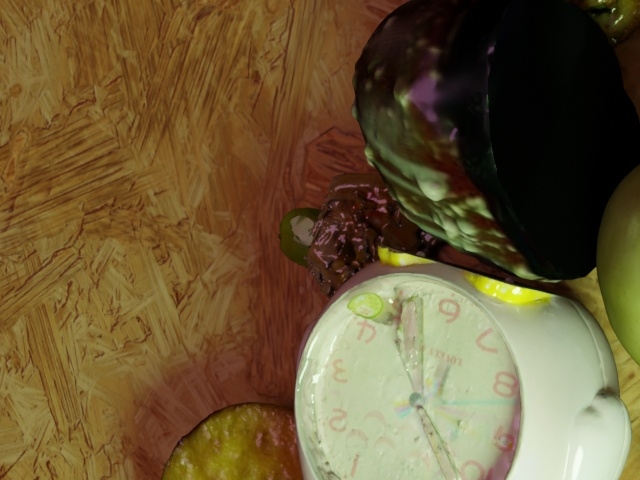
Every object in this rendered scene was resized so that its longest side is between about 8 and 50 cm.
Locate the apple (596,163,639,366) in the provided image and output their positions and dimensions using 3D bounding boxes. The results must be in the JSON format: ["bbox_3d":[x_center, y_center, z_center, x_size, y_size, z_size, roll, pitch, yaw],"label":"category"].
[{"bbox_3d":[0.376,0.032,1.183,0.262,0.262,0.262,1,93,35],"label":"apple"}]

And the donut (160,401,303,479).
[{"bbox_3d":[-0.052,0.334,1.594,0.302,0.110,0.303,2,93,33],"label":"donut"}]

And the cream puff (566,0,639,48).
[{"bbox_3d":[0.199,-0.323,1.328,0.303,0.212,0.303,3,94,40],"label":"cream puff"}]

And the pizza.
[{"bbox_3d":[0.052,0.024,1.507,0.147,0.069,0.226,24,103,1],"label":"pizza"}]

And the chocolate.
[{"bbox_3d":[0.154,-0.103,1.261,0.210,0.340,0.225,11,65,41],"label":"chocolate"}]

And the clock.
[{"bbox_3d":[0.136,0.211,1.369,0.368,0.250,0.377,17,95,33],"label":"clock"}]

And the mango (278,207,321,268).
[{"bbox_3d":[0.000,0.000,1.574,0.108,0.056,0.073,12,103,26],"label":"mango"}]
